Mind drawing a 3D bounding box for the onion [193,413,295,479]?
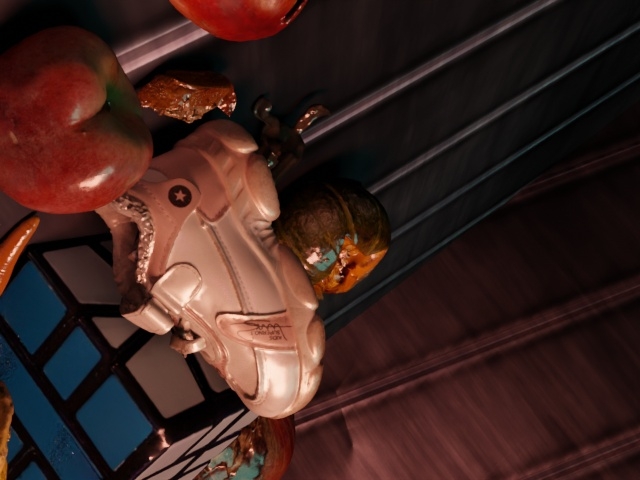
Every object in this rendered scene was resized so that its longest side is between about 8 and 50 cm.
[{"bbox_3d":[-0.206,0.274,1.582,0.353,0.354,0.354,-36,165,-11],"label":"onion"}]

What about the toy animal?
[{"bbox_3d":[-0.087,-0.098,1.281,0.233,0.084,0.148,-49,-179,12],"label":"toy animal"}]

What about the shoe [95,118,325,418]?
[{"bbox_3d":[-0.136,0.050,1.126,0.198,0.351,0.172,-19,180,-25],"label":"shoe"}]

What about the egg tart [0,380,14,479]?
[{"bbox_3d":[-0.433,0.245,1.041,0.288,0.288,0.118,-37,138,-7],"label":"egg tart"}]

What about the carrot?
[{"bbox_3d":[-0.348,0.027,1.076,0.142,0.035,0.035,-50,162,22],"label":"carrot"}]

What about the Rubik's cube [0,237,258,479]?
[{"bbox_3d":[-0.264,0.183,1.250,0.283,0.288,0.293,-47,166,27],"label":"Rubik's cube"}]

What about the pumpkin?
[{"bbox_3d":[-0.002,-0.002,1.572,0.238,0.159,0.238,-33,156,-16],"label":"pumpkin"}]

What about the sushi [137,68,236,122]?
[{"bbox_3d":[-0.140,-0.150,1.022,0.120,0.052,0.055,-18,140,-59],"label":"sushi"}]

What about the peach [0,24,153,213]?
[{"bbox_3d":[-0.225,-0.093,0.826,0.152,0.152,0.152,-36,165,-11],"label":"peach"}]

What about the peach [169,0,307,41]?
[{"bbox_3d":[-0.052,-0.257,0.882,0.189,0.068,0.279,-44,164,11],"label":"peach"}]
